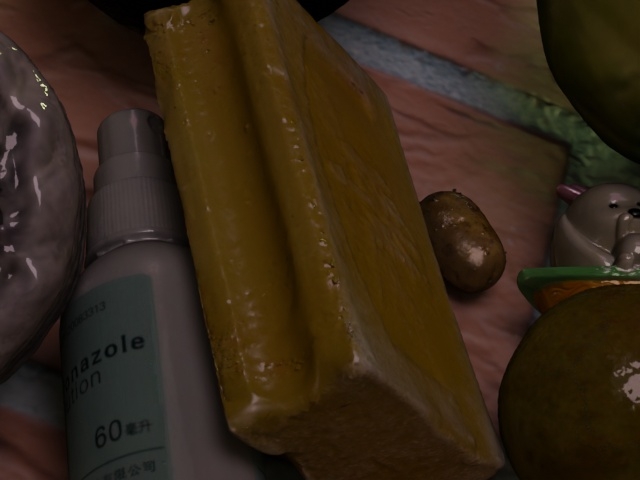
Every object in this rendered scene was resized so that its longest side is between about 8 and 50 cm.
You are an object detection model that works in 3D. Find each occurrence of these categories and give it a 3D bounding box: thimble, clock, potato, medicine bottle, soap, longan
[{"bbox_3d":[-0.239,-0.009,0.920,0.217,0.157,0.245,27,83,-2],"label":"thimble"},{"bbox_3d":[0.243,0.028,1.168,0.231,0.103,0.144,7,59,-14],"label":"clock"},{"bbox_3d":[0.095,0.001,1.176,0.051,0.040,0.083,-16,58,-16],"label":"potato"},{"bbox_3d":[-0.097,0.069,1.004,0.110,0.110,0.351,3,51,-18],"label":"medicine bottle"},{"bbox_3d":[0.000,0.000,1.043,0.199,0.091,0.315,38,28,-47],"label":"soap"},{"bbox_3d":[0.188,0.095,1.019,0.145,0.176,0.154,35,52,-29],"label":"longan"}]

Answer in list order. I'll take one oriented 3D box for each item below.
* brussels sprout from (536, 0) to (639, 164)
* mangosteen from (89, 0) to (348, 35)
[{"bbox_3d":[0.309,-0.164,1.191,0.344,0.268,0.344,18,6,-2],"label":"brussels sprout"},{"bbox_3d":[-0.079,-0.277,1.197,0.300,0.300,0.300,10,50,-12],"label":"mangosteen"}]
